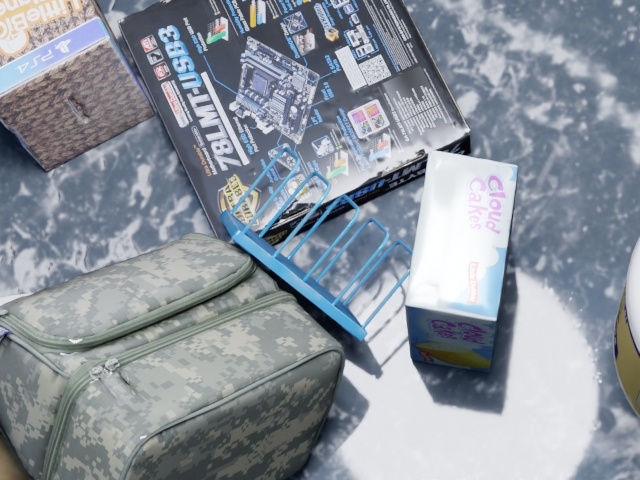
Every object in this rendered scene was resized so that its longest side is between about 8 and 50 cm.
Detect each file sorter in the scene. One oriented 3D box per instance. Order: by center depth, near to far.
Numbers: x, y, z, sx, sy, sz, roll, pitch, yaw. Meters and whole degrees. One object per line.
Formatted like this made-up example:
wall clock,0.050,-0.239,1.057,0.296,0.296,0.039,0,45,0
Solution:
file sorter,0.000,0.000,1.762,0.170,0.118,0.104,39,93,-14

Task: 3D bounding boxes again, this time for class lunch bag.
lunch bag,-0.169,0.131,1.703,0.305,0.213,0.256,-23,53,-37

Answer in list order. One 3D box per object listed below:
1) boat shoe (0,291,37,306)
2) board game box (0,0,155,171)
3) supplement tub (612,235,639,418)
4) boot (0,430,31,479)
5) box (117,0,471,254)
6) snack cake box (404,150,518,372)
boat shoe,-0.326,0.090,1.853,0.184,0.066,0.063,-9,88,2
board game box,-0.322,-0.257,1.856,0.141,0.232,0.291,-28,74,-2
supplement tub,0.399,0.084,1.628,0.241,0.331,0.241,-2,75,6
boot,-0.333,0.316,1.784,0.236,0.089,0.270,3,77,15
box,-0.029,-0.167,1.881,0.293,0.073,0.295,-26,74,0
snack cake box,0.139,0.027,1.707,0.089,0.264,0.152,10,76,7
